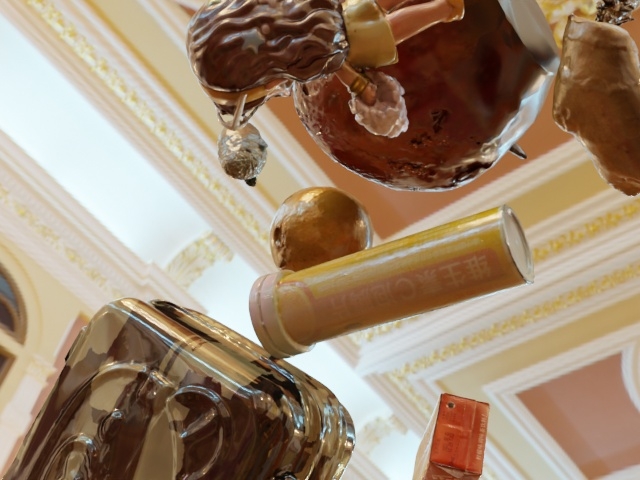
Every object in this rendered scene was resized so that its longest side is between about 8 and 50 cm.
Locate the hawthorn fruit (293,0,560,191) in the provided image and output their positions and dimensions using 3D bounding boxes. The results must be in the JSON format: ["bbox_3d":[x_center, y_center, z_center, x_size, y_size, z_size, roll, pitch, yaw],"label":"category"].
[{"bbox_3d":[0.118,-0.205,0.922,0.316,0.316,0.316,3,-53,4],"label":"hawthorn fruit"}]

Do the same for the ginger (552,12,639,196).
[{"bbox_3d":[0.267,-0.118,0.722,0.190,0.095,0.069,56,-28,-7],"label":"ginger"}]

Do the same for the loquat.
[{"bbox_3d":[0.000,0.000,0.998,0.141,0.141,0.141,3,-53,4],"label":"loquat"}]

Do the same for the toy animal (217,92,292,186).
[{"bbox_3d":[-0.109,-0.164,1.226,0.079,0.253,0.070,21,-54,-6],"label":"toy animal"}]

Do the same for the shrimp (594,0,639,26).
[{"bbox_3d":[0.330,-0.257,0.879,0.043,0.184,0.091,34,-60,11],"label":"shrimp"}]

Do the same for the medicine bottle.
[{"bbox_3d":[0.051,0.033,0.622,0.218,0.074,0.074,-19,-57,27],"label":"medicine bottle"}]

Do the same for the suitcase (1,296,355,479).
[{"bbox_3d":[-0.123,0.259,0.717,0.339,0.351,0.194,23,-7,35],"label":"suitcase"}]

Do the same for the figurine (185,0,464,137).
[{"bbox_3d":[0.003,-0.178,0.698,0.240,0.174,0.115,-13,-36,-14],"label":"figurine"}]

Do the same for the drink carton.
[{"bbox_3d":[0.169,0.295,1.065,0.071,0.096,0.223,12,-34,6],"label":"drink carton"}]
